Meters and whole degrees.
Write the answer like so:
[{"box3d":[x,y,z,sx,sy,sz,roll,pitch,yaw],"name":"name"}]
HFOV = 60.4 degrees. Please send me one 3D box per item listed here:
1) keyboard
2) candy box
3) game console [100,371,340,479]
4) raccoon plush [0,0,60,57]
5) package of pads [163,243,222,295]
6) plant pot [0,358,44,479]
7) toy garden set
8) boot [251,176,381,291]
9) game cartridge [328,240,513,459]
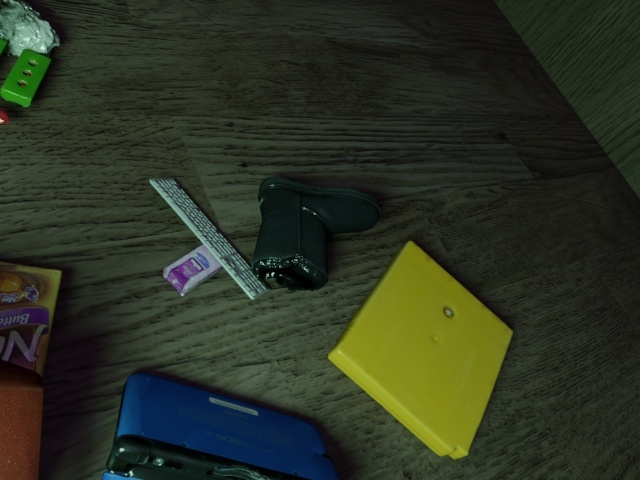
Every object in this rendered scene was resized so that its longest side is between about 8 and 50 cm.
[{"box3d":[-0.180,-0.007,0.901,0.256,0.014,0.072,48,11,6],"name":"keyboard"},{"box3d":[-0.392,0.118,0.675,0.109,0.053,0.186,12,55,-27],"name":"candy box"},{"box3d":[-0.134,0.326,0.678,0.293,0.173,0.250,24,9,-19],"name":"game console"},{"box3d":[-0.583,-0.527,0.837,0.447,0.299,0.216,24,49,-17],"name":"raccoon plush"},{"box3d":[-0.199,0.045,0.864,0.050,0.032,0.083,46,46,7],"name":"package of pads"},{"box3d":[-0.387,0.201,0.448,0.236,0.267,0.267,6,87,-53],"name":"plant pot"},{"box3d":[-0.567,-0.245,0.826,0.244,0.049,0.203,18,49,-22],"name":"toy garden set"},{"box3d":[0.000,0.000,0.977,0.247,0.094,0.207,11,50,-18],"name":"boot"},{"box3d":[0.197,0.189,1.009,0.285,0.052,0.323,42,49,0],"name":"game cartridge"}]
